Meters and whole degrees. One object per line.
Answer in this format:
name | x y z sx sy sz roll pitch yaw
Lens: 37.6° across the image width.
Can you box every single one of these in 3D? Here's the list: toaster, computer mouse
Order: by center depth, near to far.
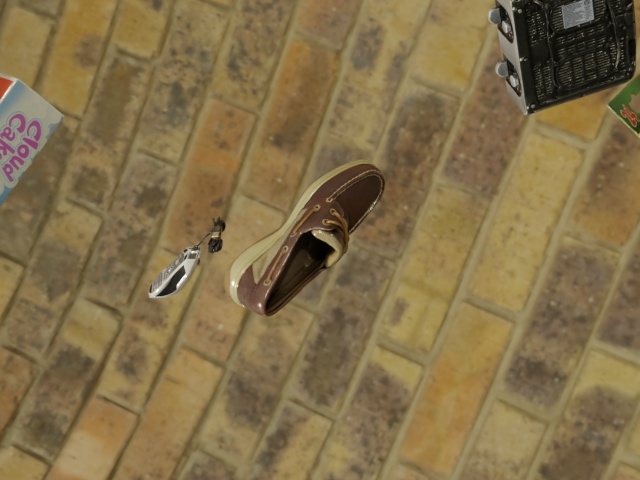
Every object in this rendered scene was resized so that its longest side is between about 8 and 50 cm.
toaster | 0.317 -0.275 1.213 0.110 0.186 0.168 -113 5 -58
computer mouse | -0.242 0.044 1.739 0.193 0.042 0.106 -44 22 12

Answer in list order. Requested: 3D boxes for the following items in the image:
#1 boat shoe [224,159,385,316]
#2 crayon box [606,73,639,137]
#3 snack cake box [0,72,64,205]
boat shoe | 0.000 0.000 1.556 0.342 0.123 0.123 -40 -51 -20
crayon box | 0.511 -0.105 1.142 0.081 0.318 0.202 -53 -9 34
snack cake box | -0.478 -0.096 1.240 0.089 0.152 0.264 43 -106 -43
